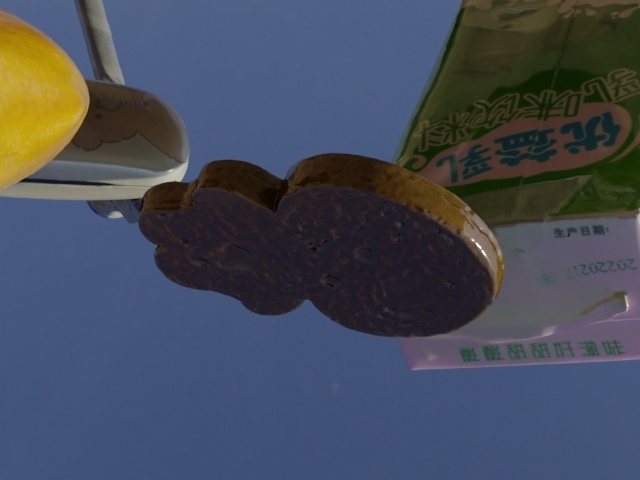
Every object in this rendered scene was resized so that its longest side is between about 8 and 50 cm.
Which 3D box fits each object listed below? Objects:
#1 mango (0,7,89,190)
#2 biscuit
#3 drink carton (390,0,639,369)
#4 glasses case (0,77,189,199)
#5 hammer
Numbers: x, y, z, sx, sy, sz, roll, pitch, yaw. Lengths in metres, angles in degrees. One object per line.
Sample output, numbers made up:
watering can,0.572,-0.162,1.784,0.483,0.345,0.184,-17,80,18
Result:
mango,-0.182,-0.050,0.601,0.145,0.112,0.219,9,-167,34
biscuit,0.000,0.000,0.717,0.175,0.124,0.026,6,-126,17
drink carton,0.134,-0.053,0.878,0.161,0.108,0.271,-6,-144,26
glasses case,-0.180,-0.065,0.927,0.204,0.051,0.081,1,-129,-22
hammer,-0.196,-0.218,1.200,0.044,0.426,0.152,-19,-173,-26
